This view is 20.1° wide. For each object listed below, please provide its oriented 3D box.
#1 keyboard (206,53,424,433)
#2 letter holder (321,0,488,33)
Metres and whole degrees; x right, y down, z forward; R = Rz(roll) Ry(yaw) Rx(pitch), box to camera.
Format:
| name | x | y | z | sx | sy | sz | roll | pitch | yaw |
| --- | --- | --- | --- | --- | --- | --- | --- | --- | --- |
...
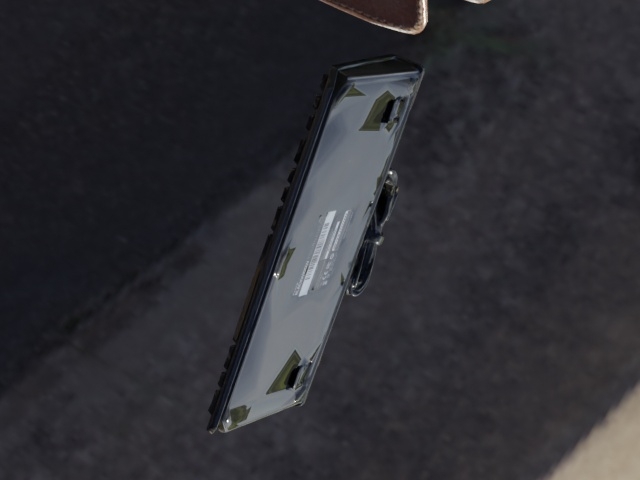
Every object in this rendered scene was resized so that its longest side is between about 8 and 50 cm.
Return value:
| name | x | y | z | sx | sy | sz | roll | pitch | yaw |
| --- | --- | --- | --- | --- | --- | --- | --- | --- | --- |
| keyboard | 0.000 | 0.000 | 0.834 | 0.108 | 0.023 | 0.180 | -14 | 128 | -58 |
| letter holder | -0.024 | -0.226 | 1.013 | 0.152 | 0.302 | 0.214 | -48 | 155 | -25 |
